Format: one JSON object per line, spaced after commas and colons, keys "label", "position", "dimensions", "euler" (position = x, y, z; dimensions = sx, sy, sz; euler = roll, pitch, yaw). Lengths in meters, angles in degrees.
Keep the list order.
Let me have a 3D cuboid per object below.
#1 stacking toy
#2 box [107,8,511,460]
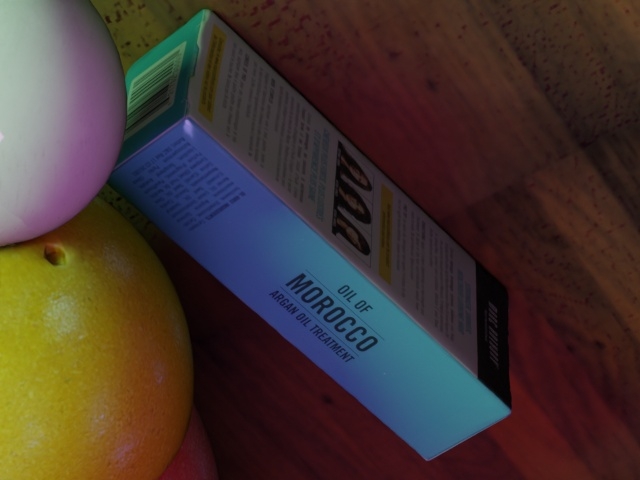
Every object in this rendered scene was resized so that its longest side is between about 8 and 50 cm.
{"label": "stacking toy", "position": [-0.160, 0.083, 0.892], "dimensions": [0.350, 0.350, 0.480], "euler": [11, 128, -6]}
{"label": "box", "position": [0.000, 0.000, 0.984], "dimensions": [0.060, 0.100, 0.244], "euler": [-34, 119, 26]}
